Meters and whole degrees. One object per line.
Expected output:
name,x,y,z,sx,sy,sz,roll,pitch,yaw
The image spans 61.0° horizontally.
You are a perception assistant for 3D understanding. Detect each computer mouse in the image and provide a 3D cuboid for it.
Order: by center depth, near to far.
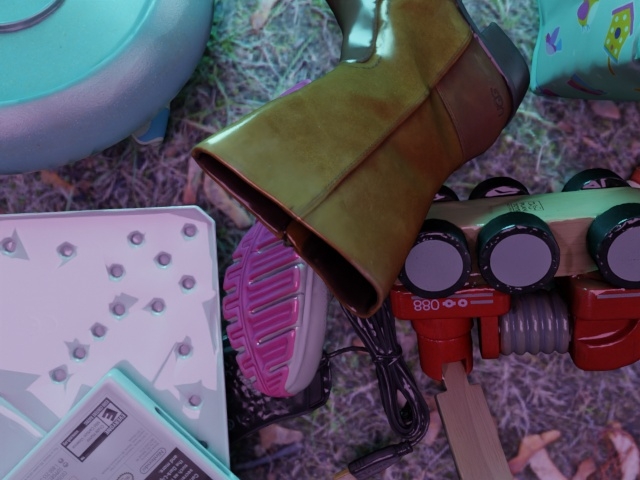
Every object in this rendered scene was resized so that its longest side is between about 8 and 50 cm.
computer mouse,-0.031,0.156,0.516,0.262,0.060,0.184,-26,95,1

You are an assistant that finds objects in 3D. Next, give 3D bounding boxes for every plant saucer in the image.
plant saucer,-0.250,-0.204,0.450,0.317,0.044,0.318,0,71,-1

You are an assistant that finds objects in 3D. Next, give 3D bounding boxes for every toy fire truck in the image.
toy fire truck,0.171,0.086,0.457,0.217,0.158,0.246,-4,113,11

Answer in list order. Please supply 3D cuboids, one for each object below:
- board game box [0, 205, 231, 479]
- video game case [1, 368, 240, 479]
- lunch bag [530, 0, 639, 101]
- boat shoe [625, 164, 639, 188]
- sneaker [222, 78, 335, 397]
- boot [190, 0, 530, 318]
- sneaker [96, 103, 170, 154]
board game box,-0.270,0.175,0.443,0.389,0.050,0.390,-3,94,-5
video game case,-0.164,0.225,0.421,0.173,0.022,0.190,45,88,-6
lunch bag,0.307,-0.179,0.370,0.262,0.223,0.160,-2,101,6
boat shoe,0.328,-0.020,0.469,0.137,0.049,0.043,41,95,6
sneaker,0.000,0.000,0.443,0.111,0.103,0.252,21,70,-35
boot,0.008,-0.123,0.400,0.264,0.096,0.280,49,57,-9
sneaker,-0.253,-0.123,0.499,0.228,0.087,0.092,-3,93,7
